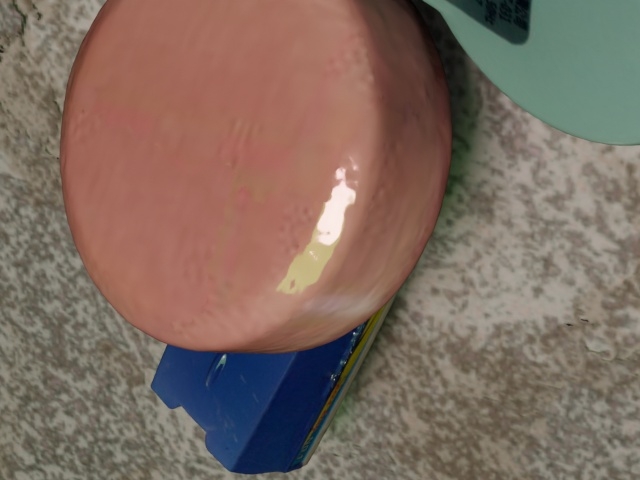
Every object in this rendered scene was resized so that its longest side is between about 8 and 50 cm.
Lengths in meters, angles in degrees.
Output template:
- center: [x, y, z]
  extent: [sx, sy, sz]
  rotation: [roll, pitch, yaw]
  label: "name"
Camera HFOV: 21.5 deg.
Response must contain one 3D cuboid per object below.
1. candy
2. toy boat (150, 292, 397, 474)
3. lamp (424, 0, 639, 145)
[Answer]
- center: [-0.040, -0.063, 0.955]
  extent: [0.255, 0.094, 0.255]
  rotation: [-4, 84, 38]
  label: "candy"
- center: [0.000, 0.000, 1.035]
  extent: [0.129, 0.088, 0.295]
  rotation: [42, 121, 29]
  label: "toy boat"
- center: [0.117, -0.161, 0.833]
  extent: [0.284, 0.147, 0.209]
  rotation: [20, 136, 17]
  label: "lamp"
